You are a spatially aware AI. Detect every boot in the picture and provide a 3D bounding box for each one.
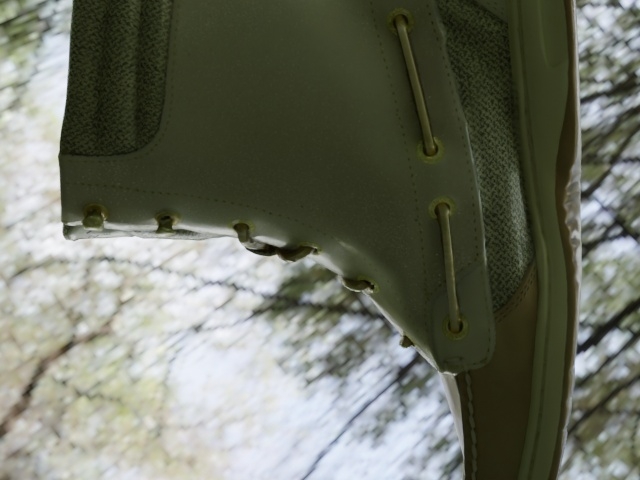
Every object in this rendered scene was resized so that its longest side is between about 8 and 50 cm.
[{"bbox_3d":[0.000,0.000,0.601,0.165,0.077,0.213,-2,-77,2],"label":"boot"}]
